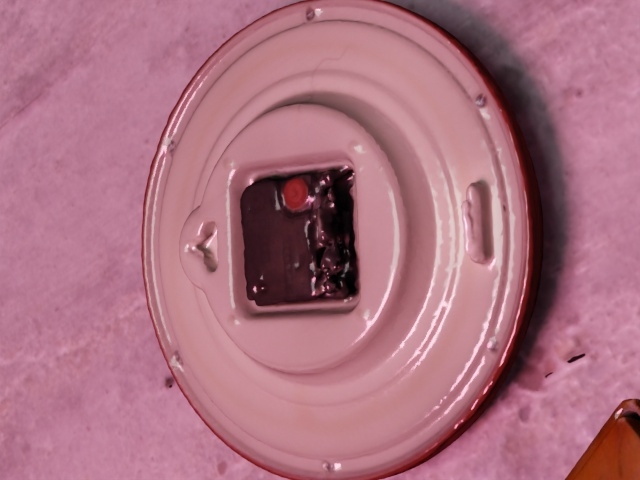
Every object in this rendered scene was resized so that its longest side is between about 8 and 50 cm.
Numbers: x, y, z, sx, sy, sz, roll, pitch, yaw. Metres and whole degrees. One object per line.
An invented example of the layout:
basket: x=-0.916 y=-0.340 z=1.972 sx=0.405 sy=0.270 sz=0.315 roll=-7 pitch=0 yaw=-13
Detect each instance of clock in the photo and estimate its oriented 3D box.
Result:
clock: x=0.000 y=0.000 z=0.972 sx=0.318 sy=0.080 sz=0.318 roll=0 pitch=90 yaw=36

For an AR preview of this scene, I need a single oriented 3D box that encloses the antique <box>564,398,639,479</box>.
antique: x=0.138 y=0.239 z=0.845 sx=0.310 sy=0.087 sz=0.093 roll=-60 pitch=33 yaw=21
